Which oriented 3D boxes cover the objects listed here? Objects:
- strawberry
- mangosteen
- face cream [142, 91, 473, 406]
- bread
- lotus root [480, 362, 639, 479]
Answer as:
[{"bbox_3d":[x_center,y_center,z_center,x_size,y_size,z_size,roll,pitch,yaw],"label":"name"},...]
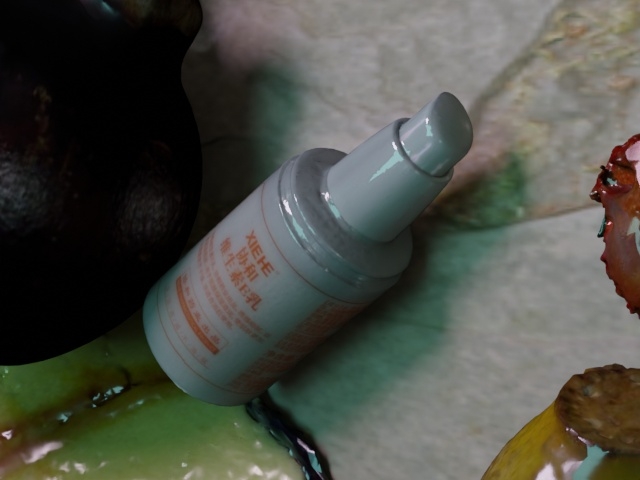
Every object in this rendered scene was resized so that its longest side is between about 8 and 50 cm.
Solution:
[{"bbox_3d":[0.189,0.005,0.912,0.152,0.048,0.104,50,124,40],"label":"strawberry"},{"bbox_3d":[-0.202,-0.068,1.164,0.313,0.297,0.297,-32,60,10],"label":"mangosteen"},{"bbox_3d":[0.000,0.000,1.070,0.252,0.101,0.101,-41,58,36],"label":"face cream"},{"bbox_3d":[-0.191,0.192,1.307,0.405,0.242,0.345,-30,55,3],"label":"bread"},{"bbox_3d":[0.152,0.204,0.825,0.193,0.193,0.291,12,107,46],"label":"lotus root"}]
